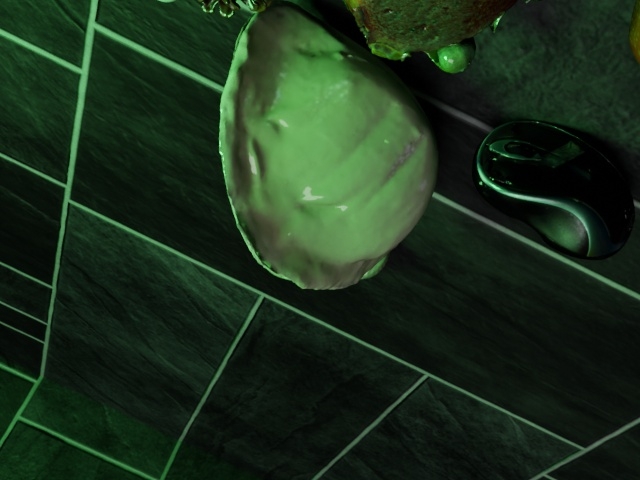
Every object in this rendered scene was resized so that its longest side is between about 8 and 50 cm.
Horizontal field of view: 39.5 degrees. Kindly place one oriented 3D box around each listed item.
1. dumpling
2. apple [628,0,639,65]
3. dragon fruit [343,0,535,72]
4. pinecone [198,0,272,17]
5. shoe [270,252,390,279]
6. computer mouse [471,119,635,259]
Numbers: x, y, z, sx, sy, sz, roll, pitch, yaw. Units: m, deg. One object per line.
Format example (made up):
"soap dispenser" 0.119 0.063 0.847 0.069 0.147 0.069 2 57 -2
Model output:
"dumpling" 0.002 -0.101 1.142 0.233 0.315 0.395 0 131 40
"apple" 0.418 -0.219 0.859 0.230 0.230 0.230 15 144 11
"dragon fruit" 0.128 -0.304 0.922 0.268 0.130 0.295 -12 150 -6
"pinecone" -0.095 -0.334 1.022 0.163 0.165 0.163 14 150 8
"shoe" 0.000 0.000 1.471 0.227 0.099 0.112 2 132 22
"computer mouse" 0.312 -0.071 1.160 0.233 0.137 0.096 27 148 -3
